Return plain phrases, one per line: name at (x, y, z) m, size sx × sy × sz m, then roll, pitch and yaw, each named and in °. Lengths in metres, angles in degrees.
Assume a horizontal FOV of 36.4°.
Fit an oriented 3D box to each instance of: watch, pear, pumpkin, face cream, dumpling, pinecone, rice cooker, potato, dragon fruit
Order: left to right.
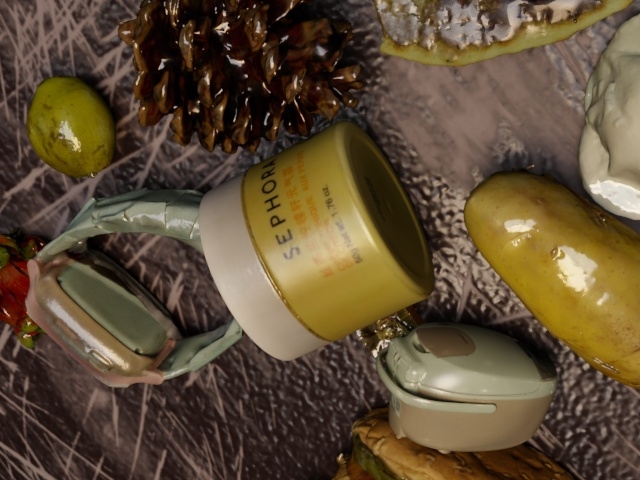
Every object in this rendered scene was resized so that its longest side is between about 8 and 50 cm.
dragon fruit at (-0.401, 0.052, 1.269) m, size 0.138 × 0.175 × 0.142 m, roll -22°, pitch 67°, yaw 8°
pear at (-0.305, -0.136, 1.191) m, size 0.107 × 0.107 × 0.131 m, roll -19°, pitch 89°, yaw 18°
watch at (-0.196, 0.044, 1.171) m, size 0.253 × 0.162 × 0.241 m, roll 42°, pitch 113°, yaw -5°
pinecone at (-0.089, -0.210, 1.059) m, size 0.257 × 0.243 × 0.243 m, roll 5°, pitch 108°, yaw -24°
face cream at (0.000, 0.000, 1.082) m, size 0.179 × 0.218 × 0.218 m, roll -27°, pitch 95°, yaw 18°
pumpkin at (0.081, 0.101, 1.173) m, size 0.074 × 0.054 × 0.083 m, roll -31°, pitch 102°, yaw 21°
rice cooker at (0.165, 0.167, 1.107) m, size 0.206 × 0.145 × 0.127 m, roll -1°, pitch 112°, yaw -15°
potato at (0.284, 0.039, 1.042) m, size 0.300 × 0.173 × 0.140 m, roll 44°, pitch 88°, yaw 1°
dumpling at (0.338, -0.122, 1.023) m, size 0.151 × 0.124 × 0.228 m, roll -12°, pitch 82°, yaw 39°

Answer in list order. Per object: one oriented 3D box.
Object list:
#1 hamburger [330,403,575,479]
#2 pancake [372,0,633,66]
hamburger at (0.168, 0.324, 1.123) m, size 0.330 × 0.209 × 0.162 m, roll 26°, pitch 109°, yaw 5°
pancake at (0.220, -0.353, 1.035) m, size 0.305 × 0.067 × 0.426 m, roll 42°, pitch 111°, yaw 10°
